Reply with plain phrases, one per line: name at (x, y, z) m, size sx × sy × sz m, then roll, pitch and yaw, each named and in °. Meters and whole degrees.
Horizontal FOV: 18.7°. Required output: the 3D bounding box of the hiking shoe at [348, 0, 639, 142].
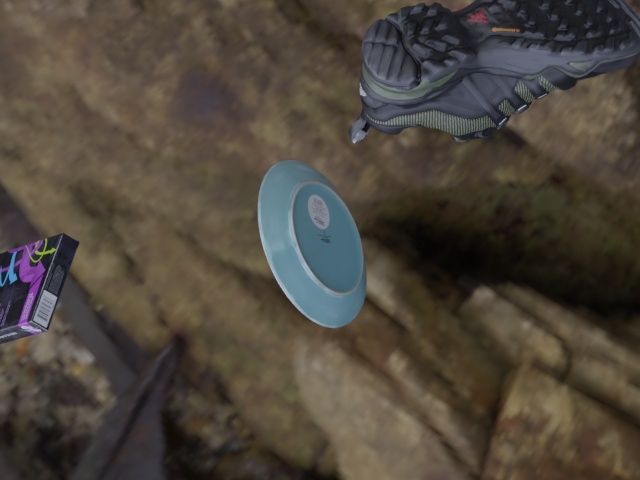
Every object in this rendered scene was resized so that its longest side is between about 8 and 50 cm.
hiking shoe at (0.127, -0.128, 1.423) m, size 0.114 × 0.227 × 0.086 m, roll 110°, pitch 146°, yaw -56°

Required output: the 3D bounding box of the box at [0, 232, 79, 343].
box at (-0.344, 0.060, 2.194) m, size 0.029 × 0.116 × 0.162 m, roll 33°, pitch 148°, yaw -30°

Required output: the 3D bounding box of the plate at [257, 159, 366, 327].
plate at (0.000, 0.000, 2.056) m, size 0.024 × 0.188 × 0.188 m, roll -21°, pitch 103°, yaw 33°
